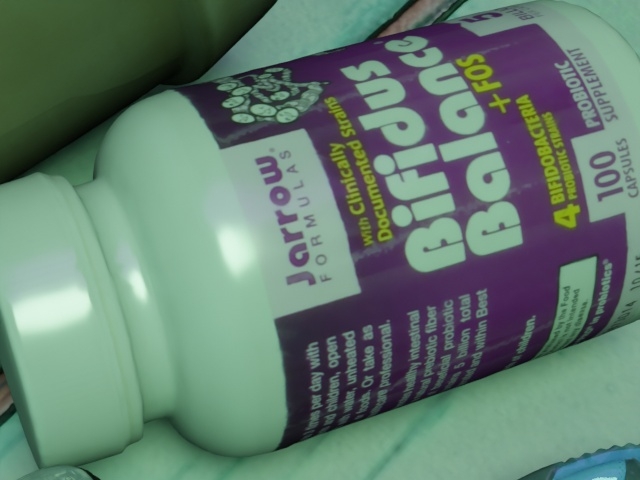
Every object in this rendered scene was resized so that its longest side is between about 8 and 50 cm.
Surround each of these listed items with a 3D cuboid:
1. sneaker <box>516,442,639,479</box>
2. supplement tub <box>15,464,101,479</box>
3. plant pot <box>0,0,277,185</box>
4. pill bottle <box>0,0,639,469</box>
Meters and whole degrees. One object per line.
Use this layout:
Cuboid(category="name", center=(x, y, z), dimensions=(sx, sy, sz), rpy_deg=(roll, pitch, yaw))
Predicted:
Cuboid(category="sneaker", center=(0.171, 0.136, 0.565), dimensions=(0.209, 0.069, 0.082), rpy_deg=(-4, 59, -10))
Cuboid(category="supplement tub", center=(-0.070, 0.186, 0.470), dimensions=(0.190, 0.117, 0.117), rpy_deg=(40, 60, 20))
Cuboid(category="plant pot", center=(-0.225, -0.130, 0.590), dimensions=(0.323, 0.323, 0.280), rpy_deg=(36, 75, 18))
Cuboid(category="pill bottle", center=(0.000, 0.000, 0.580), dimensions=(0.301, 0.169, 0.169), rpy_deg=(-17, 59, -18))
